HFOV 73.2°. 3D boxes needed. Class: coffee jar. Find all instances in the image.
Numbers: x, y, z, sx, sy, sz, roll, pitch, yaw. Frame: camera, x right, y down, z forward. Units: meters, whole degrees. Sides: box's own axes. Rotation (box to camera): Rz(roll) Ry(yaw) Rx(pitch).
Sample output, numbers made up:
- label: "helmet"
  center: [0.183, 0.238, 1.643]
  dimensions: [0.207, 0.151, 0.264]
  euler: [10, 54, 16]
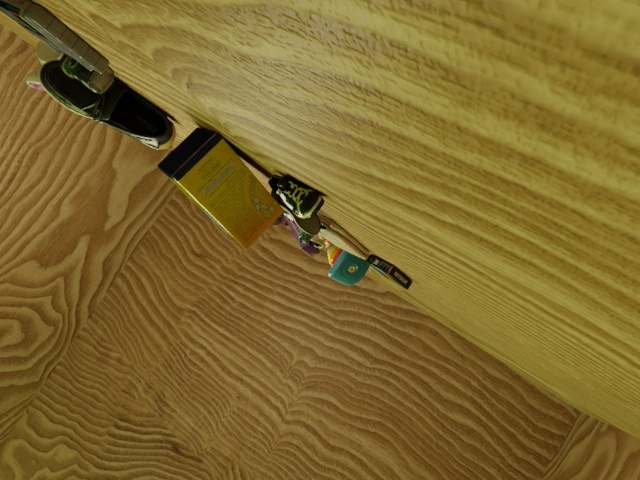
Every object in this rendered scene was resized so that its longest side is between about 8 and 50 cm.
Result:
- label: "coffee jar"
  center: [-0.785, -0.570, 1.441]
  dimensions: [0.184, 0.096, 0.079]
  euler: [33, 174, 21]

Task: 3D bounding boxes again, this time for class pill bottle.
- label: "pill bottle"
  center: [-1.007, -0.692, 1.656]
  dimensions: [0.112, 0.112, 0.186]
  euler: [34, 177, -9]

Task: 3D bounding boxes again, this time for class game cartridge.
- label: "game cartridge"
  center: [-0.818, -0.627, 1.285]
  dimensions: [0.355, 0.068, 0.230]
  euler: [31, 180, 30]

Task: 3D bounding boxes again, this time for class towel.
- label: "towel"
  center: [0.010, -0.052, 1.765]
  dimensions: [0.332, 0.053, 0.317]
  euler: [32, 177, 41]

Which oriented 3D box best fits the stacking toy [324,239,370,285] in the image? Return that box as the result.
- label: "stacking toy"
  center: [0.088, 0.062, 2.023]
  dimensions: [0.165, 0.175, 0.302]
  euler: [25, -166, -32]

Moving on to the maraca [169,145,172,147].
- label: "maraca"
  center: [-0.807, -0.538, 2.174]
  dimensions: [0.186, 0.099, 0.127]
  euler: [59, -169, 25]

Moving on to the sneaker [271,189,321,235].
- label: "sneaker"
  center: [-0.097, -0.100, 1.610]
  dimensions: [0.226, 0.086, 0.163]
  euler: [45, 166, -2]

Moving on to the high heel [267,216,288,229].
- label: "high heel"
  center: [-0.348, -0.140, 2.600]
  dimensions: [0.181, 0.127, 0.377]
  euler: [20, -173, 35]

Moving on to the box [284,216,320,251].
- label: "box"
  center: [-0.096, -0.030, 2.363]
  dimensions: [0.201, 0.057, 0.293]
  euler: [60, -176, 14]

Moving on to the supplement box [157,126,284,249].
- label: "supplement box"
  center: [-0.326, -0.173, 1.438]
  dimensions: [0.194, 0.195, 0.356]
  euler: [29, 163, 52]

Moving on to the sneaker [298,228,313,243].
- label: "sneaker"
  center: [-0.068, -0.026, 1.783]
  dimensions: [0.065, 0.076, 0.166]
  euler: [37, 177, -12]

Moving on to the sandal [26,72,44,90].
- label: "sandal"
  center: [-0.957, -0.578, 1.752]
  dimensions: [0.416, 0.102, 0.169]
  euler: [9, -178, -9]

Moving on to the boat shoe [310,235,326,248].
- label: "boat shoe"
  center: [0.000, 0.000, 2.289]
  dimensions: [0.096, 0.088, 0.267]
  euler: [32, 176, 16]

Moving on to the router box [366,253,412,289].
- label: "router box"
  center: [0.287, 0.130, 1.794]
  dimensions: [0.133, 0.046, 0.179]
  euler: [30, 175, 46]

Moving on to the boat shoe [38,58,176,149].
- label: "boat shoe"
  center: [-0.773, -0.508, 1.591]
  dimensions: [0.500, 0.187, 0.156]
  euler: [29, 173, -19]

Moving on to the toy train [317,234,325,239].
- label: "toy train"
  center: [-0.036, -0.068, 2.055]
  dimensions: [0.166, 0.046, 0.125]
  euler: [37, 177, -11]

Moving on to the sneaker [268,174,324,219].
- label: "sneaker"
  center: [-0.084, -0.130, 1.218]
  dimensions: [0.097, 0.084, 0.234]
  euler: [37, 175, -38]
